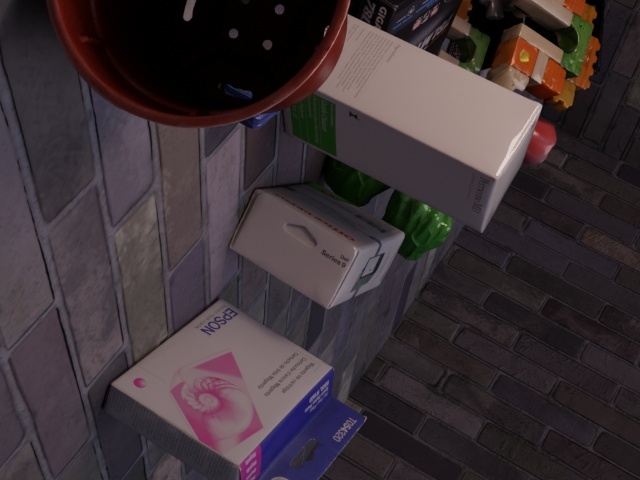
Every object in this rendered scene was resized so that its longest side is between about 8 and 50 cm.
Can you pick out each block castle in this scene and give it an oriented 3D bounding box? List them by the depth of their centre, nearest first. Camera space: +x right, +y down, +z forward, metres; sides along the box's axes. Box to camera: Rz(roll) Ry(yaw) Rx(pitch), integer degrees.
[{"bbox_3d":[0.367,-0.361,1.947,0.303,0.213,0.453,-3,-114,60],"label":"block castle"}]

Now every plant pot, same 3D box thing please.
[{"bbox_3d":[-0.088,-0.236,0.987,0.272,0.272,0.265,-62,174,6],"label":"plant pot"}]

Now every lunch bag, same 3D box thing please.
[{"bbox_3d":[-0.089,-0.204,1.375,0.098,0.067,0.065,-47,160,-40],"label":"lunch bag"}]

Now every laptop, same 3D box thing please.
[{"bbox_3d":[0.451,-0.459,2.154,0.136,0.264,0.234,119,-21,-75],"label":"laptop"}]

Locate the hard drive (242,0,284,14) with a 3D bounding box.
[{"bbox_3d":[-0.016,-0.404,1.268,0.172,0.054,0.254,-32,148,-63],"label":"hard drive"}]

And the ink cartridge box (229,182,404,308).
[{"bbox_3d":[0.000,0.000,1.783,0.121,0.211,0.289,-63,165,14],"label":"ink cartridge box"}]

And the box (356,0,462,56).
[{"bbox_3d":[0.148,-0.370,1.767,0.295,0.073,0.293,-42,162,-36],"label":"box"}]

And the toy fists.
[{"bbox_3d":[0.133,-0.095,1.912,0.096,0.279,0.142,-38,169,-35],"label":"toy fists"}]

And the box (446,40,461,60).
[{"bbox_3d":[0.373,-0.502,2.429,0.233,0.044,0.159,-45,159,-46],"label":"box"}]

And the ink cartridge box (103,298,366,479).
[{"bbox_3d":[-0.118,0.257,1.624,0.324,0.330,0.071,-40,154,-56],"label":"ink cartridge box"}]

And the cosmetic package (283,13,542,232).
[{"bbox_3d":[0.133,-0.187,1.564,0.155,0.366,0.197,-56,164,-20],"label":"cosmetic package"}]
